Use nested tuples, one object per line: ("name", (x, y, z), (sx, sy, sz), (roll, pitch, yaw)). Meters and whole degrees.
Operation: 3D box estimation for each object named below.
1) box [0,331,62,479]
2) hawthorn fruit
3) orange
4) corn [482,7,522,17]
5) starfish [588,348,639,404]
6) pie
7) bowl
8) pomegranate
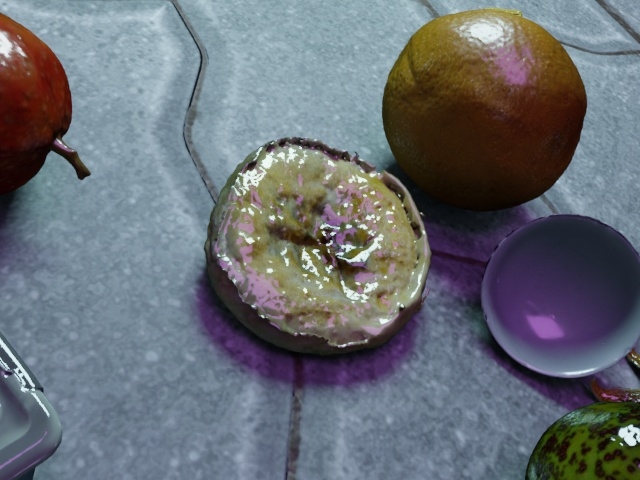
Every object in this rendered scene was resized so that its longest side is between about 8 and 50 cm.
("box", (-0.318, 0.158, 0.529), (0.162, 0.130, 0.227), (44, 47, 18))
("hawthorn fruit", (-0.342, -0.132, 0.735), (0.253, 0.205, 0.205), (23, 45, -13))
("orange", (0.204, -0.169, 0.963), (0.264, 0.264, 0.264), (12, 47, -14))
("corn", (0.338, -0.416, 1.388), (0.092, 0.037, 0.037), (1, 51, -24))
("starfish", (0.407, 0.215, 0.861), (0.208, 0.053, 0.176), (31, 55, 13))
("pie", (0.000, 0.000, 0.830), (0.274, 0.055, 0.274), (9, 60, -16))
("bowl", (0.284, 0.063, 0.886), (0.189, 0.189, 0.086), (34, 4, 8))
("pomegranate", (0.280, 0.271, 0.642), (0.222, 0.204, 0.277), (38, 48, -10))
